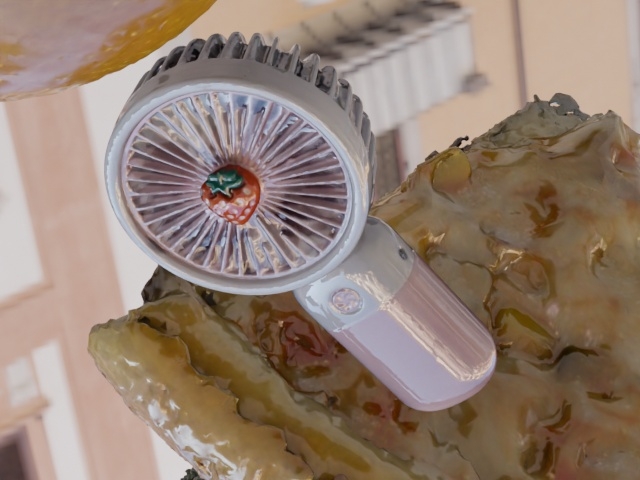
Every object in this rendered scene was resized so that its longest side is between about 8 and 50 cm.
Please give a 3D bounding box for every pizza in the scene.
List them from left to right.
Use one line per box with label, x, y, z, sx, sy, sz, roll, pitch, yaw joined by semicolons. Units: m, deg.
pizza;0.130;0.108;0.971;0.435;0.080;0.392;-28;-107;-30

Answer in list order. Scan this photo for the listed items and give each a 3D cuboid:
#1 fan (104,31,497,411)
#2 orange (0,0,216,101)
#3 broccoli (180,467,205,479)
fan;0.000;0.000;0.802;0.130;0.244;0.074;-32;-154;30
orange;-0.140;-0.183;0.597;0.274;0.274;0.274;-7;-157;3
broccoli;-0.050;0.250;1.284;0.198;0.176;0.226;-56;-173;-16
